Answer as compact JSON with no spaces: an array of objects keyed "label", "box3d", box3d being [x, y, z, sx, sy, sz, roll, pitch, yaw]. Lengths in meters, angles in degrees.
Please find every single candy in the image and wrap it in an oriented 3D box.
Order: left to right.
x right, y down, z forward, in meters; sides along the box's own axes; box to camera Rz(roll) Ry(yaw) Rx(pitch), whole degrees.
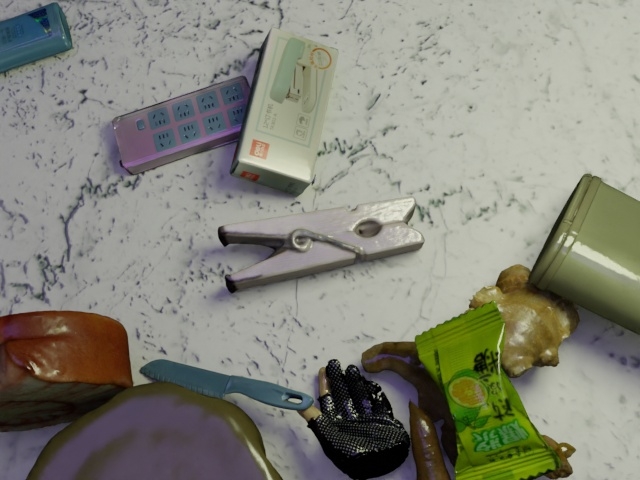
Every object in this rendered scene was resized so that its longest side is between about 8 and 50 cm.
[{"label":"candy","box3d":[0.222,0.223,1.116,0.148,0.069,0.247,-23,75,21]}]

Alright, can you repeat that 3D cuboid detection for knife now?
[{"label":"knife","box3d":[-0.153,0.226,1.245,0.312,0.019,0.045,9,65,26]}]

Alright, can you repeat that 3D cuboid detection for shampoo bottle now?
[{"label":"shampoo bottle","box3d":[-0.606,-0.366,1.517,0.258,0.061,0.104,-20,69,0]}]

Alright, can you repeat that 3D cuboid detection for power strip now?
[{"label":"power strip","box3d":[-0.237,-0.206,1.430,0.278,0.037,0.109,-18,70,0]}]

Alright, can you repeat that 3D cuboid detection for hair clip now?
[{"label":"hair clip","box3d":[0.001,0.001,1.306,0.330,0.085,0.101,-11,72,-4]}]

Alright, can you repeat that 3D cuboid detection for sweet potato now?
[{"label":"sweet potato","box3d":[0.163,0.366,1.153,0.067,0.067,0.274,-9,84,3]}]

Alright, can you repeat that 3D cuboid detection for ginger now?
[{"label":"ginger","box3d":[0.226,0.246,1.198,0.166,0.080,0.333,-41,67,-10]},{"label":"ginger","box3d":[0.311,0.117,1.210,0.157,0.102,0.216,36,50,19]}]

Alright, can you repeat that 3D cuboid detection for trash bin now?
[{"label":"trash bin","box3d":[0.462,0.033,1.187,0.247,0.121,0.243,29,43,13]}]

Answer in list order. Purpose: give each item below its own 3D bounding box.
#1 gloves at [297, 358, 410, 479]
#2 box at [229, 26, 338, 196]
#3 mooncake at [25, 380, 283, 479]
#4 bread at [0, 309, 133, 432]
[{"label":"gloves","box3d":[0.045,0.267,1.211,0.129,0.106,0.181,-32,45,1]},{"label":"box","box3d":[-0.059,-0.219,1.372,0.134,0.079,0.270,16,72,-13]},{"label":"mooncake","box3d":[-0.221,0.398,1.139,0.378,0.201,0.379,-1,68,2]},{"label":"bread","box3d":[-0.435,0.202,1.171,0.327,0.295,0.114,-18,68,19]}]
